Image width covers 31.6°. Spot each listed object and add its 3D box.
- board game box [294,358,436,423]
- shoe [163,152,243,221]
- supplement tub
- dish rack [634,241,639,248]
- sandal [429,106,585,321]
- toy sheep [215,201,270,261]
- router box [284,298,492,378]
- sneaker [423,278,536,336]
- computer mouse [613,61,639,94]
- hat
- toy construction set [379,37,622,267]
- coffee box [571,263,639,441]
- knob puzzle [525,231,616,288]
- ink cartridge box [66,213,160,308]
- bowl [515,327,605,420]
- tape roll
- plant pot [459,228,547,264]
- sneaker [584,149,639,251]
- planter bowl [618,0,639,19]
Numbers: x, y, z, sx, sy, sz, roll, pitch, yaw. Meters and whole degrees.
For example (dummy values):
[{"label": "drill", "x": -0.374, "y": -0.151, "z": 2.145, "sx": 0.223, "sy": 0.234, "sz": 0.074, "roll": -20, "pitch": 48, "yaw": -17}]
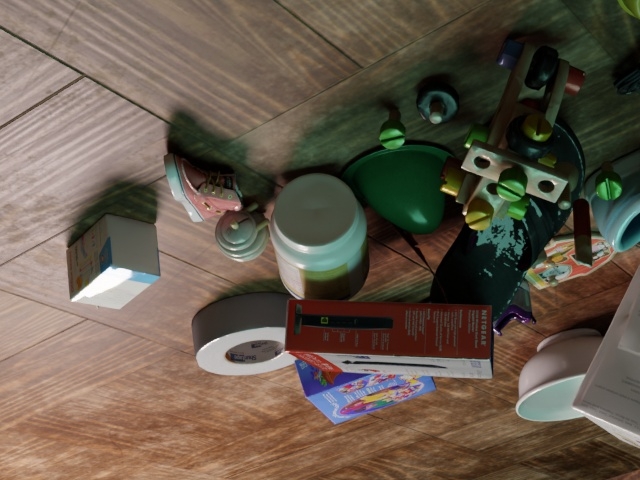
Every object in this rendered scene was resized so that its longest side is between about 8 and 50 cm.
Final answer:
[{"label": "board game box", "x": 0.098, "y": 0.269, "z": 2.253, "sx": 0.233, "sy": 0.078, "sz": 0.347, "roll": -20, "pitch": 160, "yaw": 3}, {"label": "shoe", "x": -0.162, "y": -0.081, "z": 1.594, "sx": 0.081, "sy": 0.063, "sz": 0.178, "roll": -14, "pitch": 158, "yaw": 4}, {"label": "supplement tub", "x": 0.000, "y": 0.000, "z": 1.710, "sx": 0.144, "sy": 0.144, "sz": 0.200, "roll": -10, "pitch": 153, "yaw": -1}, {"label": "dish rack", "x": 0.668, "y": -0.035, "z": 1.956, "sx": 0.271, "sy": 0.074, "sz": 0.208, "roll": -31, "pitch": 146, "yaw": 34}, {"label": "sandal", "x": 0.282, "y": -0.006, "z": 1.718, "sx": 0.167, "sy": 0.107, "sz": 0.446, "roll": 15, "pitch": 134, "yaw": 1}, {"label": "toy sheep", "x": -0.118, "y": -0.011, "z": 1.716, "sx": 0.091, "sy": 0.091, "sz": 0.132, "roll": -13, "pitch": 158, "yaw": 5}, {"label": "router box", "x": 0.121, "y": 0.158, "z": 1.785, "sx": 0.301, "sy": 0.082, "sz": 0.335, "roll": 2, "pitch": 169, "yaw": 10}, {"label": "sneaker", "x": 0.291, "y": 0.142, "z": 2.134, "sx": 0.223, "sy": 0.098, "sz": 0.083, "roll": -18, "pitch": 152, "yaw": 13}, {"label": "computer mouse", "x": 0.541, "y": -0.240, "z": 1.513, "sx": 0.262, "sy": 0.060, "sz": 0.184, "roll": 2, "pitch": 169, "yaw": -6}, {"label": "hat", "x": 0.142, "y": -0.020, "z": 1.678, "sx": 0.208, "sy": 0.183, "sz": 0.173, "roll": 10, "pitch": 148, "yaw": -34}, {"label": "toy construction set", "x": 0.262, "y": -0.074, "z": 1.456, "sx": 0.309, "sy": 0.237, "sz": 0.257, "roll": 39, "pitch": 125, "yaw": -20}, {"label": "coffee box", "x": 0.737, "y": 0.262, "z": 2.126, "sx": 0.337, "sy": 0.338, "sz": 0.334, "roll": 22, "pitch": 173, "yaw": 36}, {"label": "knob puzzle", "x": 0.462, "y": 0.038, "z": 2.070, "sx": 0.213, "sy": 0.030, "sz": 0.213, "roll": -8, "pitch": 152, "yaw": -4}, {"label": "ink cartridge box", "x": -0.322, "y": 0.038, "z": 1.728, "sx": 0.090, "sy": 0.092, "sz": 0.143, "roll": 14, "pitch": 143, "yaw": -39}, {"label": "bowl", "x": 0.553, "y": 0.279, "z": 2.450, "sx": 0.298, "sy": 0.134, "sz": 0.298, "roll": -9, "pitch": 152, "yaw": -5}, {"label": "tape roll", "x": -0.125, "y": 0.174, "z": 2.081, "sx": 0.219, "sy": 0.072, "sz": 0.219, "roll": -9, "pitch": 153, "yaw": -5}, {"label": "plant pot", "x": 0.317, "y": 0.012, "z": 1.900, "sx": 0.109, "sy": 0.109, "sz": 0.096, "roll": -32, "pitch": 158, "yaw": 35}, {"label": "sneaker", "x": 0.581, "y": -0.094, "z": 1.729, "sx": 0.135, "sy": 0.150, "sz": 0.366, "roll": 13, "pitch": 145, "yaw": -39}, {"label": "planter bowl", "x": 0.474, "y": -0.300, "z": 1.363, "sx": 0.217, "sy": 0.090, "sz": 0.217, "roll": -8, "pitch": 153, "yaw": -4}]
